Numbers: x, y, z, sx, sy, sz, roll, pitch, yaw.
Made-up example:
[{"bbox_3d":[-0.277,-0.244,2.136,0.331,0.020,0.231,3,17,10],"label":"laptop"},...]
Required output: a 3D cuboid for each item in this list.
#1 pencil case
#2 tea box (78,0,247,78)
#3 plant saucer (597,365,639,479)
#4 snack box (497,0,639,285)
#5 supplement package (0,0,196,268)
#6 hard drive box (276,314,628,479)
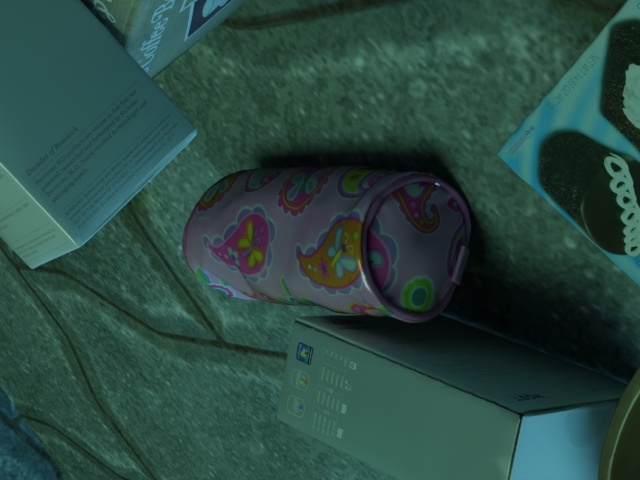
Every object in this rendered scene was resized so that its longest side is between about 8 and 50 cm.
[{"bbox_3d":[0.000,0.000,1.130,0.284,0.124,0.124,1,130,56],"label":"pencil case"},{"bbox_3d":[-0.140,-0.301,0.784,0.323,0.220,0.329,46,155,2],"label":"tea box"},{"bbox_3d":[0.257,0.159,0.678,0.278,0.041,0.277,6,98,50],"label":"plant saucer"},{"bbox_3d":[0.237,-0.068,0.739,0.187,0.060,0.322,43,154,5],"label":"snack box"},{"bbox_3d":[-0.180,-0.087,0.785,0.179,0.105,0.105,48,155,-13],"label":"supplement package"},{"bbox_3d":[0.112,0.130,1.062,0.232,0.181,0.089,19,103,44],"label":"hard drive box"}]
